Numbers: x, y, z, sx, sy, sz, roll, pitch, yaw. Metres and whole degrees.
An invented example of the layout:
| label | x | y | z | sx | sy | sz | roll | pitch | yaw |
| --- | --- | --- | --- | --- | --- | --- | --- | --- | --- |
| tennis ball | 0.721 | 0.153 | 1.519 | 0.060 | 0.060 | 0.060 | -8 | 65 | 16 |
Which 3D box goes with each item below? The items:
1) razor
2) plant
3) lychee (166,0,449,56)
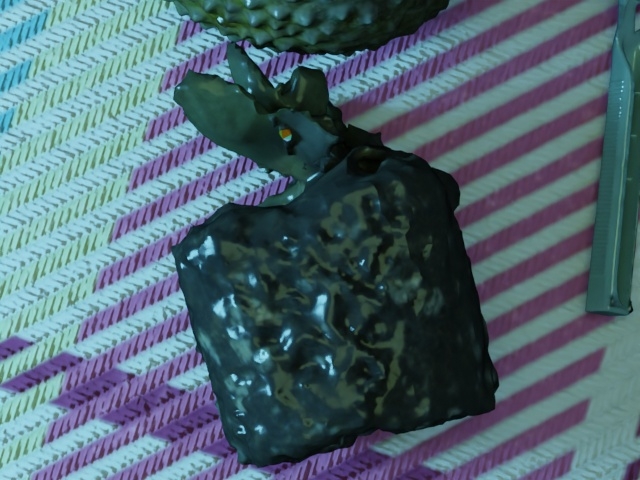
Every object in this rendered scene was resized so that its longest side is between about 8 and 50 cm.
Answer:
| label | x | y | z | sx | sy | sz | roll | pitch | yaw |
| --- | --- | --- | --- | --- | --- | --- | --- | --- | --- |
| razor | 0.241 | -0.079 | 1.432 | 0.111 | 0.056 | 0.278 | 12 | 89 | -34 |
| plant | 0.000 | 0.000 | 1.339 | 0.213 | 0.215 | 0.312 | -12 | 80 | 2 |
| lychee | -0.006 | -0.258 | 1.367 | 0.274 | 0.255 | 0.255 | -26 | 83 | 28 |
